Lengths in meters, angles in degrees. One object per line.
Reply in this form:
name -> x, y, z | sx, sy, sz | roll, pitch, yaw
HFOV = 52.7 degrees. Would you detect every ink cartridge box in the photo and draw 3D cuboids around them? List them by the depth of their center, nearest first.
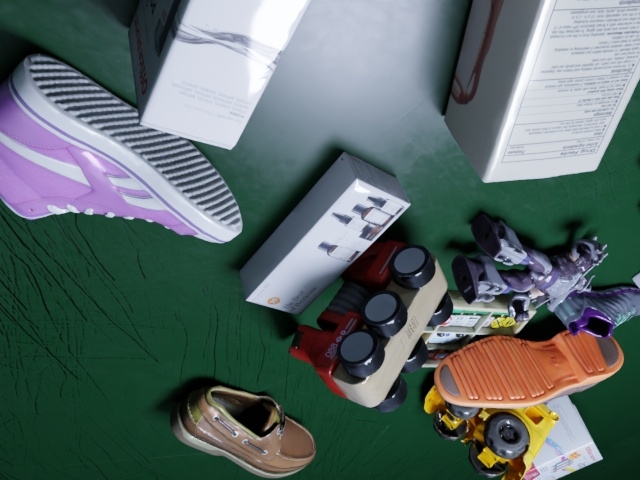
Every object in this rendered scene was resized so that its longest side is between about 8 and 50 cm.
ink cartridge box -> -0.081, -0.211, 0.535 | 0.092, 0.158, 0.218 | 10, 130, -29
ink cartridge box -> 0.519, 0.455, 1.461 | 0.176, 0.127, 0.128 | -30, 136, 12

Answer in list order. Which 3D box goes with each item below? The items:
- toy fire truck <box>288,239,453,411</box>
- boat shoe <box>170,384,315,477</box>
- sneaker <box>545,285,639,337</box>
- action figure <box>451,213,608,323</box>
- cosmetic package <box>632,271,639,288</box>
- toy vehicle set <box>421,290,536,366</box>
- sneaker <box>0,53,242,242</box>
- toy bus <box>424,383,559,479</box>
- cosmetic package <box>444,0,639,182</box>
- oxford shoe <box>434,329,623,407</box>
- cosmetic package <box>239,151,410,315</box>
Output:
toy fire truck -> 0.040, 0.112, 0.927 | 0.217, 0.246, 0.158 | -55, 136, -25
boat shoe -> -0.107, 0.334, 1.131 | 0.307, 0.111, 0.104 | 27, 122, -38
sneaker -> 0.509, 0.139, 1.149 | 0.223, 0.098, 0.083 | 3, 134, -21
action figure -> 0.332, 0.053, 1.003 | 0.285, 0.099, 0.185 | 12, 124, -33
cosmetic package -> 0.706, 0.101, 1.085 | 0.138, 0.225, 0.224 | 26, 122, -38
toy vehicle set -> 0.217, 0.155, 1.112 | 0.267, 0.035, 0.166 | 6, 132, -24
sneaker -> -0.228, -0.060, 0.697 | 0.161, 0.102, 0.282 | -38, 124, 25
toy bus -> 0.343, 0.319, 1.242 | 0.211, 0.220, 0.149 | -38, 154, -26
cosmetic package -> 0.244, -0.217, 0.665 | 0.153, 0.129, 0.296 | -7, 136, -14
oxford shoe -> 0.356, 0.247, 1.141 | 0.363, 0.130, 0.133 | -3, 143, -18
cosmetic package -> 0.000, 0.000, 0.857 | 0.099, 0.060, 0.239 | 22, 124, -34
